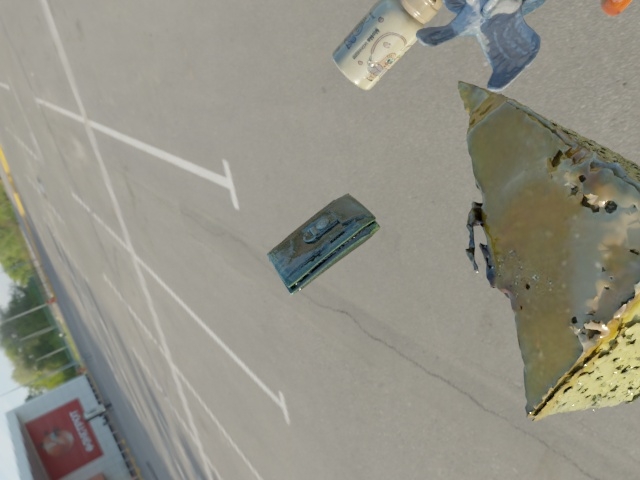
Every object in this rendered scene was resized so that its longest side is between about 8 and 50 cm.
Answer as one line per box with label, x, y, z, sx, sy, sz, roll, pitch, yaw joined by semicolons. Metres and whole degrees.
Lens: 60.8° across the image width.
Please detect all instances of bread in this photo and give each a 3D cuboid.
bread;0.265;0.012;0.623;0.315;0.248;0.279;49;125;50

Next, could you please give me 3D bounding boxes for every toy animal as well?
toy animal;0.257;-0.341;0.831;0.239;0.255;0.176;61;180;17

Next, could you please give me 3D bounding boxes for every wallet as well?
wallet;-0.001;-0.002;1.178;0.055;0.236;0.160;56;177;-36

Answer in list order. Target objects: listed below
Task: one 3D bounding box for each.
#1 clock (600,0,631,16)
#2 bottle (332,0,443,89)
clock;0.493;-0.435;0.811;0.051;0.205;0.205;30;146;5
bottle;0.122;-0.375;0.962;0.209;0.097;0.110;-42;30;28
